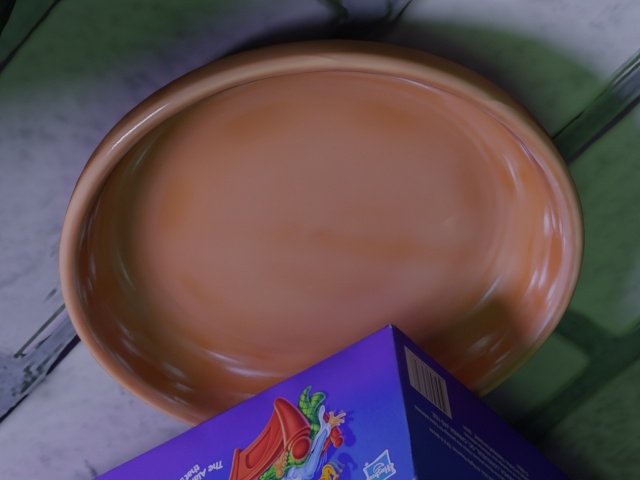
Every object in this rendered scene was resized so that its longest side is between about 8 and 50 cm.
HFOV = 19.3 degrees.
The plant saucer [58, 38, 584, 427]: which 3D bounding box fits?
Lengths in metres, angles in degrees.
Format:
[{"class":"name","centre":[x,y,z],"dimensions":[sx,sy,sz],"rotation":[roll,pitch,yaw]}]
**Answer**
[{"class":"plant saucer","centre":[0.000,0.000,0.725],"dimensions":[0.200,0.037,0.200],"rotation":[-3,132,-3]}]

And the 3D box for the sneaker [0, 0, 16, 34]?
[{"class":"sneaker","centre":[-0.216,-0.048,0.606],"dimensions":[0.286,0.109,0.130],"rotation":[-27,123,27]}]

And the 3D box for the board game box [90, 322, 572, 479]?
[{"class":"board game box","centre":[0.036,0.196,0.846],"dimensions":[0.233,0.078,0.347],"rotation":[-29,134,22]}]
